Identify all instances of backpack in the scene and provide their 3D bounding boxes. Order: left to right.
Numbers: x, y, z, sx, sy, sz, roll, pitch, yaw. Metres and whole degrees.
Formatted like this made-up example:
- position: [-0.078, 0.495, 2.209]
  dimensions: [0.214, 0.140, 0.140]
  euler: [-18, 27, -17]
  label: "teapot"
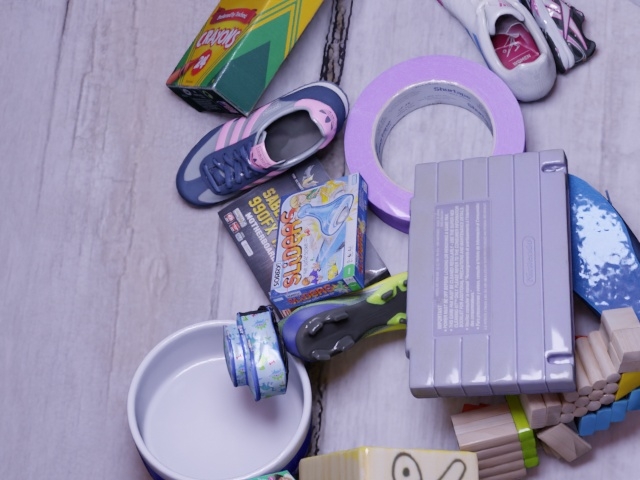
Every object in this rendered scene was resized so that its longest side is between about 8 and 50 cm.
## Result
- position: [-0.091, 0.165, 1.648]
  dimensions: [0.084, 0.105, 0.114]
  euler: [-14, 58, -9]
  label: "backpack"

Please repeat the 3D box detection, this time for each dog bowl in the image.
- position: [-0.143, 0.253, 1.716]
  dimensions: [0.265, 0.104, 0.264]
  euler: [-1, 56, 1]
  label: "dog bowl"

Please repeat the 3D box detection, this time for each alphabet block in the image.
- position: [0.092, 0.388, 1.590]
  dimensions: [0.193, 0.193, 0.197]
  euler: [10, 71, -28]
  label: "alphabet block"

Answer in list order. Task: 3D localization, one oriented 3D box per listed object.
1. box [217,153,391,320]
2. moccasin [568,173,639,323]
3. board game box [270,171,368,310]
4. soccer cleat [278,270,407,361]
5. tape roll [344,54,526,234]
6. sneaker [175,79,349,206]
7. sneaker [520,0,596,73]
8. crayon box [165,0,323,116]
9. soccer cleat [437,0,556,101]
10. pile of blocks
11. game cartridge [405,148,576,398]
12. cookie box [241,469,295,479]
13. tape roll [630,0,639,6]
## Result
- position: [-0.026, 0.006, 1.834]
  dimensions: [0.183, 0.056, 0.231]
  euler: [-31, 70, 1]
  label: "box"
- position: [0.420, 0.061, 1.702]
  dimensions: [0.138, 0.117, 0.342]
  euler: [-33, 75, 13]
  label: "moccasin"
- position: [0.000, 0.000, 1.723]
  dimensions: [0.136, 0.035, 0.201]
  euler: [-17, 45, 22]
  label: "board game box"
- position: [0.068, 0.098, 1.736]
  dimensions: [0.289, 0.121, 0.093]
  euler: [-18, 108, -26]
  label: "soccer cleat"
- position: [0.179, -0.145, 1.821]
  dimensions: [0.275, 0.090, 0.274]
  euler: [-3, 72, 10]
  label: "tape roll"
- position: [-0.106, -0.138, 1.813]
  dimensions: [0.319, 0.131, 0.112]
  euler: [-32, 105, 21]
  label: "sneaker"
- position: [0.375, -0.351, 1.863]
  dimensions: [0.077, 0.072, 0.178]
  euler: [-20, 78, -8]
  label: "sneaker"
- position: [-0.101, -0.354, 1.888]
  dimensions: [0.318, 0.081, 0.202]
  euler: [-58, 28, -9]
  label: "crayon box"
- position: [0.267, -0.368, 1.841]
  dimensions: [0.116, 0.143, 0.331]
  euler: [-31, 70, 1]
  label: "soccer cleat"
- position: [0.338, 0.212, 1.649]
  dimensions: [0.362, 0.149, 0.112]
  euler: [-34, 38, 18]
  label: "pile of blocks"
- position: [0.234, 0.044, 1.639]
  dimensions: [0.230, 0.068, 0.354]
  euler: [-7, 61, 21]
  label: "game cartridge"
- position: [-0.089, 0.368, 1.611]
  dimensions: [0.040, 0.107, 0.091]
  euler: [42, 118, 34]
  label: "cookie box"
- position: [0.574, -0.498, 1.842]
  dimensions: [0.286, 0.100, 0.286]
  euler: [-3, 73, 10]
  label: "tape roll"
